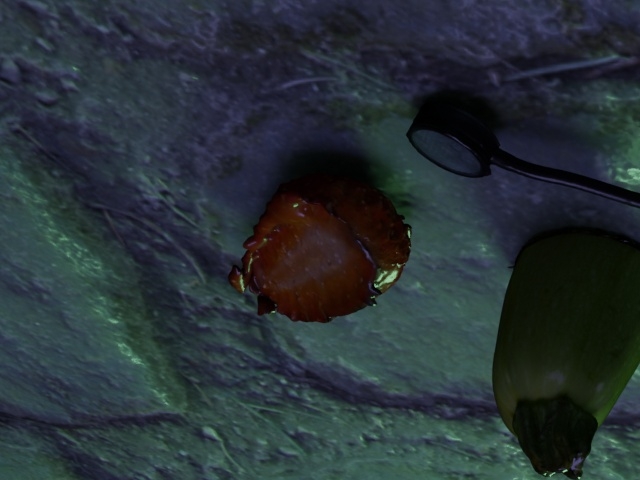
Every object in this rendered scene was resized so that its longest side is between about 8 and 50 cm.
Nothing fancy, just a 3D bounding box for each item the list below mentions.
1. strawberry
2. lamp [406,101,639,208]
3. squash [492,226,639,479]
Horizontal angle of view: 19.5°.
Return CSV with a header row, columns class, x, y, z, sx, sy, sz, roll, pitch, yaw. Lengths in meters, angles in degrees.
class,x,y,z,sx,sy,sz,roll,pitch,yaw
strawberry,0.000,0.000,1.487,0.121,0.082,0.188,47,148,-10
lamp,0.254,-0.054,1.338,0.371,0.108,0.130,17,161,24
squash,0.177,0.078,1.395,0.137,0.287,0.137,8,114,19
